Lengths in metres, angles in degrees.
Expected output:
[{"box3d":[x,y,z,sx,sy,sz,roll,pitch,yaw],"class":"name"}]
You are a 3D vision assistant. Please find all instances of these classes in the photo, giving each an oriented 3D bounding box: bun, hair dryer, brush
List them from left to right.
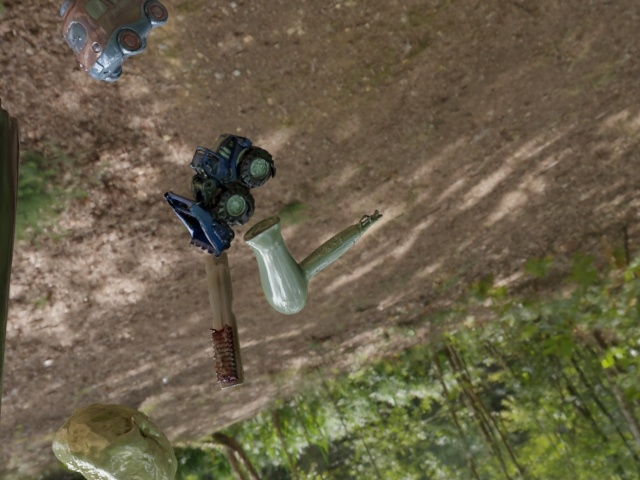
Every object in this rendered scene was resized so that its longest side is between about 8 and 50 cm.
[{"box3d":[-0.367,0.390,1.255,0.145,0.229,0.229,-57,178,-30],"class":"bun"},{"box3d":[-0.228,0.174,1.557,0.060,0.321,0.050,-17,156,15],"class":"brush"},{"box3d":[0.000,0.000,1.101,0.237,0.075,0.206,-30,143,-14],"class":"hair dryer"}]

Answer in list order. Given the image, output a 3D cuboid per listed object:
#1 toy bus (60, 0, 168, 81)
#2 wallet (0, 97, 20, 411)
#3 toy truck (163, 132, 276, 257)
[{"box3d":[-0.590,-0.608,1.896,0.197,0.232,0.294,-22,-147,53],"class":"toy bus"},{"box3d":[-0.215,0.118,0.318,0.051,0.377,0.197,12,-169,6],"class":"wallet"},{"box3d":[-0.183,-0.086,1.185,0.126,0.113,0.208,29,84,-40],"class":"toy truck"}]
